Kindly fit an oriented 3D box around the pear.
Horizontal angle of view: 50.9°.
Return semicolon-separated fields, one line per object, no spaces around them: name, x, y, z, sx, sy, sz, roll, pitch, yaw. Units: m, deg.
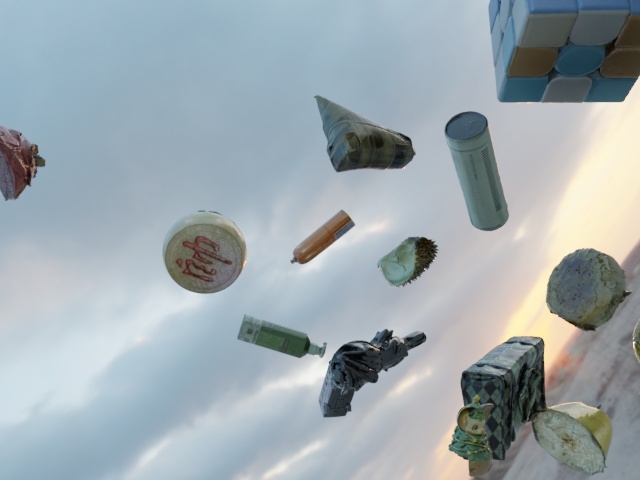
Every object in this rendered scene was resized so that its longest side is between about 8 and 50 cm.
pear;0.808;0.586;2.101;0.178;0.267;0.267;-31;-30;-30

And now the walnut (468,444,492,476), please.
walnut;0.385;0.516;1.608;0.091;0.052;0.121;-65;-31;-44

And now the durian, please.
durian;0.300;0.077;2.324;0.144;0.139;0.252;-44;-1;-39

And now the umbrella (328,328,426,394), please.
umbrella;0.149;0.271;1.599;0.340;0.118;0.118;-10;-47;-47

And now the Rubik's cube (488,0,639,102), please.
Rubik's cube;0.627;-0.577;1.679;0.347;0.344;0.347;87;-177;-65

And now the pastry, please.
pastry;0.787;0.143;1.992;0.120;0.257;0.236;19;-81;-25

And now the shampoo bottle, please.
shampoo bottle;-0.086;0.226;1.545;0.065;0.204;0.065;-162;90;-87

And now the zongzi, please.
zongzi;0.129;-0.341;2.084;0.285;0.288;0.134;-1;-38;-32

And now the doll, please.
doll;0.263;0.332;1.202;0.078;0.113;0.076;4;-11;-33

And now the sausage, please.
sausage;0.000;0.000;2.837;0.312;0.093;0.093;-39;-23;-4

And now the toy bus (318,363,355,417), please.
toy bus;0.059;0.494;2.250;0.096;0.108;0.199;2;-58;-20

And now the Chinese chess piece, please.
Chinese chess piece;-0.371;0.039;2.164;0.270;0.270;0.112;-60;16;17

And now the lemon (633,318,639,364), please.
lemon;1.013;0.279;1.902;0.253;0.228;0.228;-47;-22;-22

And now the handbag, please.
handbag;0.634;0.524;2.253;0.416;0.180;0.317;-17;-78;-51

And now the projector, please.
projector;0.399;-0.167;1.700;0.108;0.108;0.338;-46;-43;-17

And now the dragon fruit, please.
dragon fruit;-0.612;-0.171;1.369;0.106;0.083;0.162;-40;-61;-50
